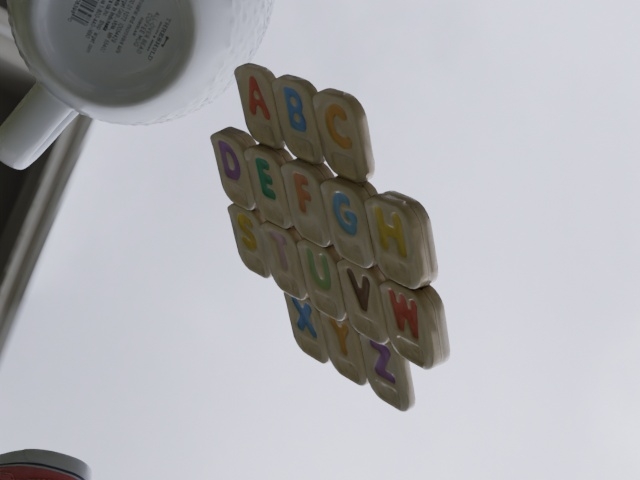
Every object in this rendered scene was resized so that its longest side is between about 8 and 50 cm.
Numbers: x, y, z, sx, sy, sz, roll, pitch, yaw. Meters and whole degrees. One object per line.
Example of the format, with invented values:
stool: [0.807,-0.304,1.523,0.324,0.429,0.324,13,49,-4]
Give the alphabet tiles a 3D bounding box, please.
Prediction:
alphabet tiles: [0.000,0.000,1.000,0.284,0.021,0.278,26,-46,51]

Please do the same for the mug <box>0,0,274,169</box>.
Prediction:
mug: [-0.223,-0.225,1.320,0.374,0.276,0.328,-47,-168,16]

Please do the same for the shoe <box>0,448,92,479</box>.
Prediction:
shoe: [-0.290,0.231,1.064,0.178,0.063,0.081,-1,-137,2]
